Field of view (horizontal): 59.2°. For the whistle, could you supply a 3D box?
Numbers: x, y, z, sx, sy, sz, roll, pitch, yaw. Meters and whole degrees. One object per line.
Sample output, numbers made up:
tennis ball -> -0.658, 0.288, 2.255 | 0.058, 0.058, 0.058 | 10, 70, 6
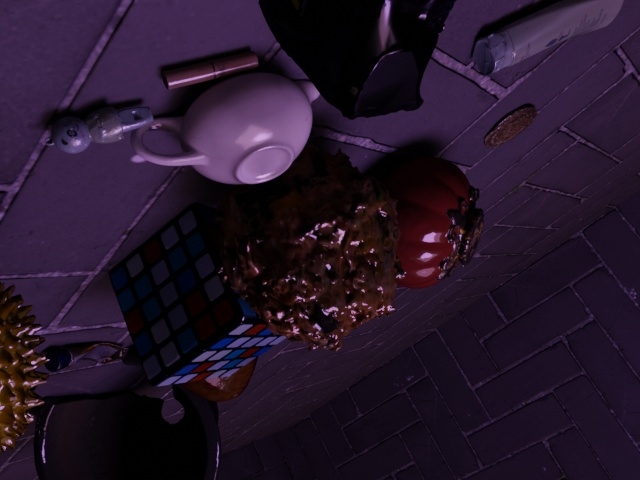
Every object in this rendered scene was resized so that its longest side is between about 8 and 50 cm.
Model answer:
whistle -> -0.209, -0.107, 0.533 | 0.100, 0.035, 0.035 | -22, 158, -23

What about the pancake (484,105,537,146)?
pancake -> 0.354, -0.210, 1.050 | 0.114, 0.011, 0.115 | -25, 159, -11

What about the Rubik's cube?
Rubik's cube -> -0.160, 0.086, 0.824 | 0.182, 0.187, 0.184 | -36, 156, 18

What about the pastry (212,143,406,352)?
pastry -> 0.000, 0.000, 0.714 | 0.192, 0.275, 0.274 | -24, 167, 41

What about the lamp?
lamp -> 0.164, -0.032, 0.960 | 0.226, 0.227, 0.227 | -25, 159, -11

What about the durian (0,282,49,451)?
durian -> -0.391, 0.112, 0.516 | 0.293, 0.258, 0.258 | -41, 156, 17

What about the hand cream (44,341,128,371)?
hand cream -> -0.410, 0.203, 0.984 | 0.062, 0.039, 0.163 | -35, 164, 10

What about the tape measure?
tape measure -> 0.030, -0.211, 0.402 | 0.112, 0.186, 0.199 | -21, 154, -33

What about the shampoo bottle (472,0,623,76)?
shampoo bottle -> 0.309, -0.286, 0.767 | 0.212, 0.049, 0.072 | -26, 163, -8

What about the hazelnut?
hazelnut -> -0.197, 0.192, 1.022 | 0.177, 0.178, 0.204 | -25, 117, -11

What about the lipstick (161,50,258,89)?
lipstick -> -0.107, -0.167, 0.550 | 0.094, 0.019, 0.019 | -21, 157, -20

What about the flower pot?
flower pot -> -0.353, 0.405, 1.179 | 0.379, 0.380, 0.251 | -31, 175, 5

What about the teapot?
teapot -> -0.086, -0.114, 0.606 | 0.226, 0.092, 0.145 | -14, 154, -27
